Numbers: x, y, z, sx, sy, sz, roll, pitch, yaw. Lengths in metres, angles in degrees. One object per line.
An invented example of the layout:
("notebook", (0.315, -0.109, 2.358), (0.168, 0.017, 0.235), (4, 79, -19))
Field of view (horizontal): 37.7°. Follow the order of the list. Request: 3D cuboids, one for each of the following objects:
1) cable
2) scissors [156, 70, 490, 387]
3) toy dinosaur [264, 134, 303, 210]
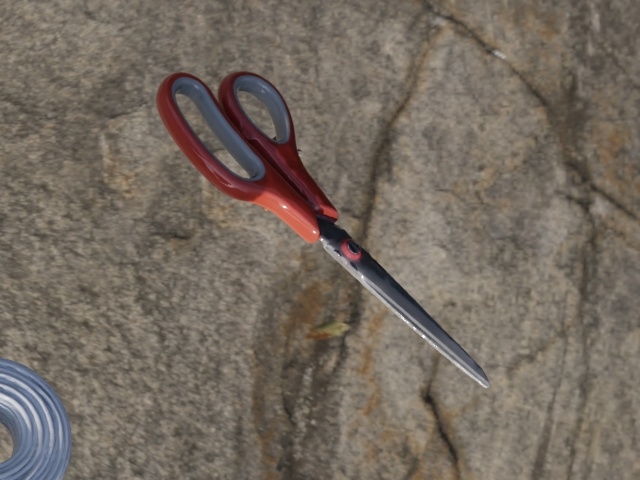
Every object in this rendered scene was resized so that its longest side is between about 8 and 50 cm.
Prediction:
("cable", (-0.481, 0.285, 1.319), (0.257, 0.089, 0.257), (29, 46, -18))
("scissors", (0.000, 0.000, 0.635), (0.297, 0.021, 0.109), (54, 40, 6))
("toy dinosaur", (-0.045, -0.054, 0.780), (0.082, 0.090, 0.047), (-49, 131, -47))
